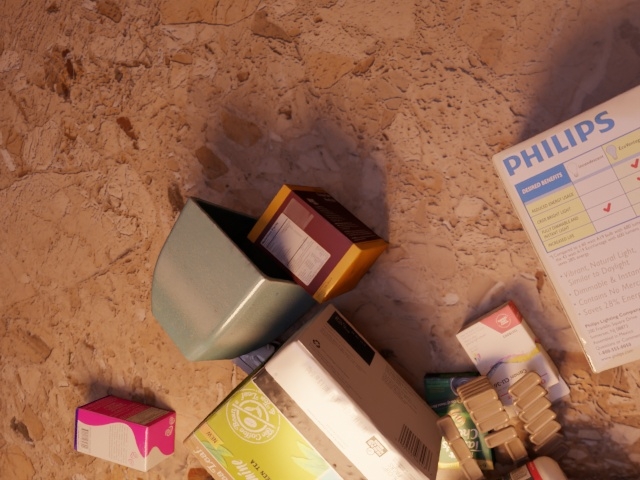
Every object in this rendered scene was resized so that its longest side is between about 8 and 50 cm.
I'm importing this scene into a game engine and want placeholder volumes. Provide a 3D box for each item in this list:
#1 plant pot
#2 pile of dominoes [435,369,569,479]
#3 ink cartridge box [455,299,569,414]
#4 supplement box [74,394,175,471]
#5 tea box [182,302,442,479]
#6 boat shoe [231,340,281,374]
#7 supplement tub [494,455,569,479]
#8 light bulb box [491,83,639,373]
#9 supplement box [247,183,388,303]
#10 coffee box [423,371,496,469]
[{"bbox_3d":[-0.190,0.102,1.107,0.247,0.248,0.252,44,102,27],"label":"plant pot"},{"bbox_3d":[0.331,0.346,1.004,0.196,0.040,0.251,-27,116,7],"label":"pile of dominoes"},{"bbox_3d":[0.356,0.226,1.019,0.115,0.067,0.198,-36,80,21],"label":"ink cartridge box"},{"bbox_3d":[-0.479,0.469,1.357,0.220,0.114,0.111,6,95,23],"label":"supplement box"},{"bbox_3d":[-0.006,0.357,1.030,0.329,0.220,0.323,46,110,4],"label":"tea box"},{"bbox_3d":[-0.117,0.260,1.205,0.267,0.096,0.088,44,104,13],"label":"boat shoe"},{"bbox_3d":[0.334,0.520,0.958,0.272,0.191,0.191,-33,80,10],"label":"supplement tub"},{"bbox_3d":[0.514,-0.042,0.853,0.358,0.225,0.360,-26,83,22],"label":"light bulb box"},{"bbox_3d":[0.000,0.000,1.086,0.194,0.191,0.129,41,106,15],"label":"supplement box"},{"bbox_3d":[0.271,0.351,1.077,0.113,0.040,0.184,-7,91,22],"label":"coffee box"}]
